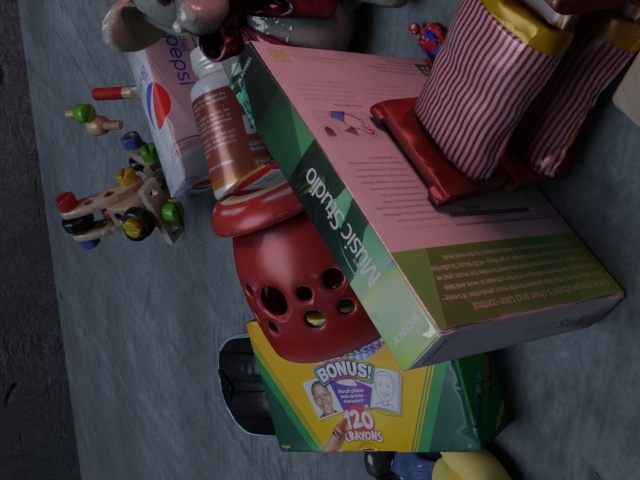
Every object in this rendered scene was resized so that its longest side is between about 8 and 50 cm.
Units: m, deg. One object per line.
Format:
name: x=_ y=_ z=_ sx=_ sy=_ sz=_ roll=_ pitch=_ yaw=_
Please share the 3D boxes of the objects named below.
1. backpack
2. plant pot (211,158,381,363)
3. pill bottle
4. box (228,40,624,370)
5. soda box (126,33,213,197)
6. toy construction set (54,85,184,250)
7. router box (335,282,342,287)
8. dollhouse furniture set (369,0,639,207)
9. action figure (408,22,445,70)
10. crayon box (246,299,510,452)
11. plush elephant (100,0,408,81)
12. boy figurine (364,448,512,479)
backpack: x=-0.049 y=0.194 z=1.093 sx=0.189 sy=0.144 sz=0.165 roll=-12 pitch=94 yaw=35
plant pot: x=0.000 y=0.000 z=0.780 sx=0.191 sy=0.191 sz=0.174 roll=5 pitch=125 yaw=60
pill bottle: x=-0.116 y=-0.171 z=1.100 sx=0.121 sy=0.121 sz=0.216 roll=-19 pitch=85 yaw=61
box: x=0.087 y=-0.047 z=0.674 sx=0.322 sy=0.232 sz=0.058 roll=58 pitch=135 yaw=31
soda box: x=-0.243 y=-0.224 z=1.329 sx=0.091 sy=0.098 sz=0.286 roll=-38 pitch=68 yaw=59
toy construction set: x=-0.325 y=-0.127 z=1.408 sx=0.237 sy=0.257 sz=0.308 roll=4 pitch=108 yaw=36
router box: x=0.053 y=-0.027 z=0.937 sx=0.133 sy=0.046 sz=0.178 roll=2 pitch=104 yaw=60
dollhouse furniture set: x=0.213 y=-0.052 z=0.534 sx=0.374 sy=0.152 sz=0.201 roll=58 pitch=146 yaw=31
action figure: x=0.122 y=-0.186 z=0.771 sx=0.115 sy=0.030 sz=0.038 roll=56 pitch=150 yaw=37
crayon box: x=0.056 y=0.145 z=0.869 sx=0.279 sy=0.081 sz=0.165 roll=-13 pitch=93 yaw=40
plush elephant: x=-0.088 y=-0.267 z=0.850 sx=0.330 sy=0.256 sz=0.271 roll=56 pitch=133 yaw=42
boy figurine: x=0.160 y=0.303 z=0.841 sx=0.285 sy=0.092 sz=0.177 roll=10 pitch=107 yaw=62
